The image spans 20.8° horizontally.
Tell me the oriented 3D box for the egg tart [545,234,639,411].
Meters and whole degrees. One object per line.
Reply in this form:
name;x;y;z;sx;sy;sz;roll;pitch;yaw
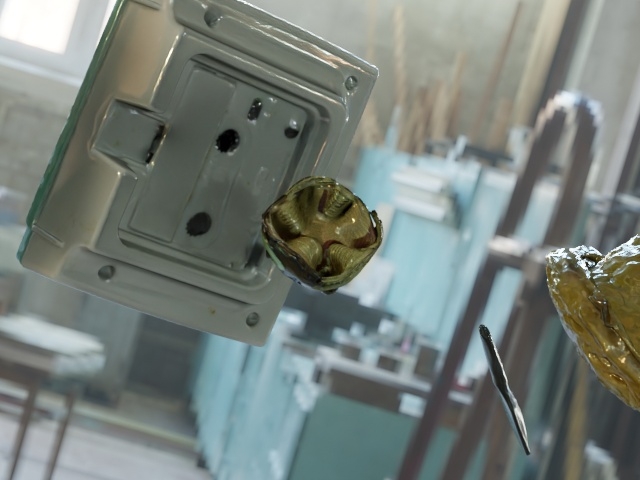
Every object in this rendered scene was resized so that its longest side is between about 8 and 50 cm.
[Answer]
egg tart;0.281;0.085;1.274;0.279;0.095;0.279;36;14;-11

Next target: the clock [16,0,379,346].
clock;-0.085;-0.058;1.386;0.231;0.262;0.116;21;4;-34

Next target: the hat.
hat;-0.001;0.000;1.247;0.077;0.076;0.059;43;-19;12

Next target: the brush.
brush;0.190;0.151;1.810;0.193;0.016;0.063;64;2;-46
